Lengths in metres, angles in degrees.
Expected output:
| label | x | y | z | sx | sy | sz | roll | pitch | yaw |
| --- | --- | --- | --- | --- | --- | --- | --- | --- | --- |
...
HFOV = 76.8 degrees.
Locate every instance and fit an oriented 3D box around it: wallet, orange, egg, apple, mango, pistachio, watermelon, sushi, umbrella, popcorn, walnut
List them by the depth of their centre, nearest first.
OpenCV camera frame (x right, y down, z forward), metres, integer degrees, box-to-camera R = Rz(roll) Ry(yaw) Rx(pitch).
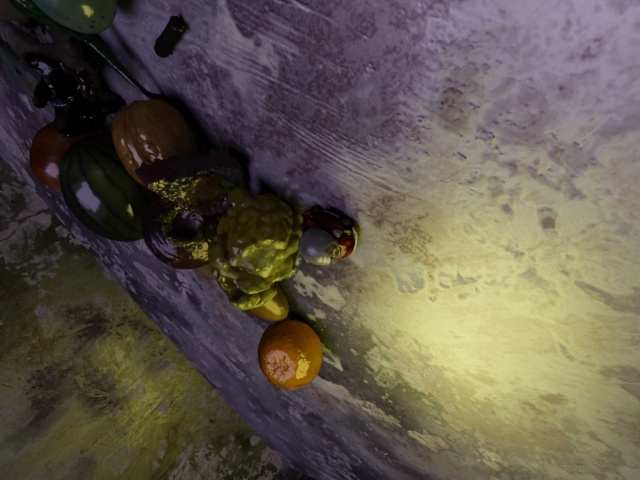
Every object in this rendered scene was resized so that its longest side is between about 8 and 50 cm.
| label | x | y | z | sx | sy | sz | roll | pitch | yaw |
| --- | --- | --- | --- | --- | --- | --- | --- | --- | --- |
| egg | -0.512 | -0.538 | 0.804 | 0.169 | 0.169 | 0.236 | 0 | 123 | 47 |
| umbrella | -0.318 | -0.425 | 0.846 | 0.133 | 0.031 | 0.036 | -10 | 92 | 51 |
| sushi | -0.299 | -0.129 | 0.965 | 0.107 | 0.241 | 0.161 | 51 | 147 | 30 |
| popcorn | -0.161 | 0.013 | 0.974 | 0.242 | 0.235 | 0.250 | 47 | 138 | 30 |
| walnut | -0.407 | -0.236 | 1.007 | 0.193 | 0.193 | 0.225 | 16 | 134 | 36 |
| watermelon | -0.600 | -0.145 | 1.221 | 0.279 | 0.279 | 0.359 | 12 | 141 | 39 |
| mango | -0.205 | 0.148 | 1.247 | 0.262 | 0.130 | 0.167 | 49 | 142 | -17 |
| orange | -0.095 | 0.361 | 1.291 | 0.219 | 0.193 | 0.219 | -4 | 82 | 30 |
| apple | -0.804 | -0.276 | 1.314 | 0.253 | 0.253 | 0.253 | 28 | 143 | 24 |
| pistachio | -0.372 | 0.060 | 1.331 | 0.124 | 0.124 | 0.185 | 22 | 142 | 30 |
| wallet | -0.957 | -0.543 | 1.355 | 0.360 | 0.083 | 0.252 | 35 | 150 | 14 |

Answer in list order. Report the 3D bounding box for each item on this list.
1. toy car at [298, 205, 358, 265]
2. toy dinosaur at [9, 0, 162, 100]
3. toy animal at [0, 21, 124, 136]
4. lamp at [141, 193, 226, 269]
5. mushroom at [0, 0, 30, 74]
| label | x | y | z | sx | sy | sz | roll | pitch | yaw |
| --- | --- | --- | --- | --- | --- | --- | --- | --- | --- |
| toy car | 0.000 | 0.000 | 0.884 | 0.139 | 0.112 | 0.112 | 30 | 144 | 20 |
| toy dinosaur | -0.587 | -0.471 | 0.885 | 0.087 | 0.447 | 0.301 | -28 | 74 | 36 |
| toy animal | -0.667 | -0.408 | 1.088 | 0.303 | 0.194 | 0.344 | 45 | 152 | 10 |
| lamp | -0.378 | -0.038 | 1.141 | 0.247 | 0.247 | 0.247 | 28 | 143 | 24 |
| mushroom | -1.004 | -0.567 | 1.086 | 0.315 | 0.356 | 0.315 | 3 | 119 | 5 |
